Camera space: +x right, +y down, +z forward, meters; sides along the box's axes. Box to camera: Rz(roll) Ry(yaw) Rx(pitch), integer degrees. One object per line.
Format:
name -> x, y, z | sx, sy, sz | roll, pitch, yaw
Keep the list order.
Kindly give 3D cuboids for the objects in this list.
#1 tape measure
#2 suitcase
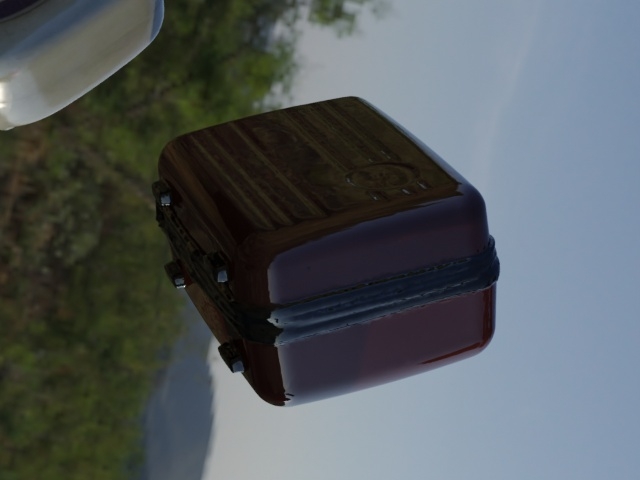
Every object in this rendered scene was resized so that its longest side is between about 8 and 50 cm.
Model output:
tape measure -> -0.284, -0.217, 1.288 | 0.265, 0.258, 0.130 | 55, -18, 27
suitcase -> 0.000, 0.000, 1.280 | 0.297, 0.236, 0.161 | -133, -147, -61
